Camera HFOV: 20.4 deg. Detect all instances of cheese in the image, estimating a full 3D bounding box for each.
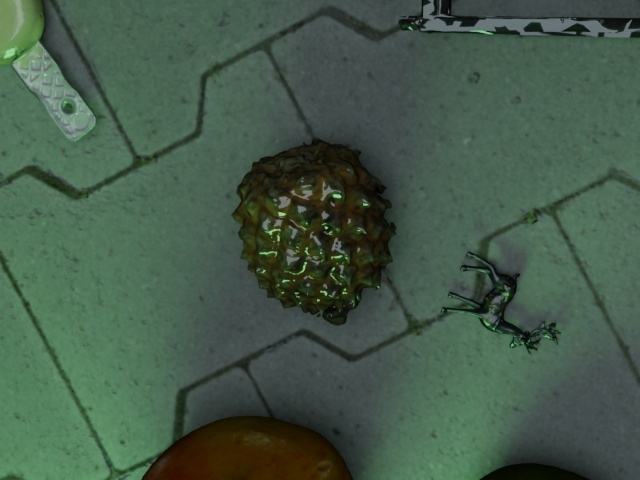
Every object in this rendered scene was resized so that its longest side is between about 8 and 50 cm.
[{"bbox_3d":[-0.324,-0.212,1.863,0.127,0.050,0.255,-35,90,10],"label":"cheese"}]

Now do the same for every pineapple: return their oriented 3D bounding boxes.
[{"bbox_3d":[0.000,0.000,1.791,0.166,0.166,0.193,-9,114,9],"label":"pineapple"}]

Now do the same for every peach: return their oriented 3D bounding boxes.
[{"bbox_3d":[-0.083,0.304,1.774,0.281,0.281,0.238,-42,88,10],"label":"peach"}]

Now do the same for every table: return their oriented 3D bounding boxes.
[{"bbox_3d":[0.221,-0.359,1.681,0.272,0.222,0.335,2,96,9],"label":"table"}]

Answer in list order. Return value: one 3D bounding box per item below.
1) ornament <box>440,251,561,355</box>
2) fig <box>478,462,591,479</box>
[{"bbox_3d":[0.192,0.069,1.829,0.125,0.028,0.073,28,100,7],"label":"ornament"},{"bbox_3d":[0.217,0.338,1.758,0.203,0.225,0.203,5,119,9],"label":"fig"}]
